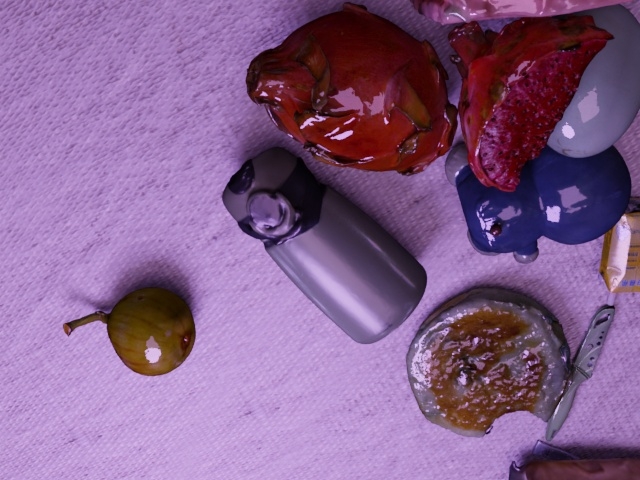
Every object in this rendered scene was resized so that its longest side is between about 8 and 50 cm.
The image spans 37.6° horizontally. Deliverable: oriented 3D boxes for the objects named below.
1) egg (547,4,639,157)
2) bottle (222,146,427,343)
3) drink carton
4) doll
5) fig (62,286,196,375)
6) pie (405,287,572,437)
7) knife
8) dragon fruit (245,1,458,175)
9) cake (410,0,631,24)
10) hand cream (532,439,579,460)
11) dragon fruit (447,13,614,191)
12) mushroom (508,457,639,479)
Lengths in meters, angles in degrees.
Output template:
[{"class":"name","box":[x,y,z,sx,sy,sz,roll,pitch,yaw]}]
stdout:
[{"class":"egg","box":[0.376,-0.230,1.334,0.168,0.168,0.231,12,84,-5]},{"class":"bottle","box":[-0.001,0.000,1.471,0.347,0.168,0.168,42,110,-15]},{"class":"drink carton","box":[0.494,0.032,1.525,0.084,0.074,0.200,-4,116,-6]},{"class":"doll","box":[0.341,-0.074,1.448,0.258,0.154,0.228,-19,111,3]},{"class":"fig","box":[-0.301,0.152,1.577,0.186,0.148,0.142,9,140,39]},{"class":"pie","box":[0.290,0.216,1.623,0.302,0.067,0.302,1,116,2]},{"class":"knife","box":[0.455,0.238,1.657,0.043,0.020,0.293,13,115,-3]},{"class":"dragon fruit","box":[0.052,-0.211,1.331,0.315,0.250,0.250,14,115,-3]},{"class":"cake","box":[0.264,-0.441,1.184,0.307,0.293,0.314,-7,109,2]},{"class":"hand cream","box":[0.438,0.396,1.735,0.093,0.019,0.030,19,113,-6]},{"class":"dragon fruit","box":[0.236,-0.217,1.276,0.134,0.211,0.262,5,127,-27]},{"class":"mushroom","box":[0.554,0.554,1.663,0.397,0.313,0.224,-2,129,-5]}]
